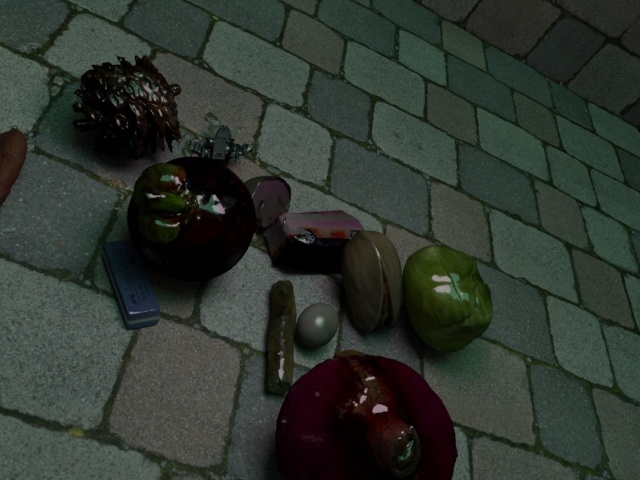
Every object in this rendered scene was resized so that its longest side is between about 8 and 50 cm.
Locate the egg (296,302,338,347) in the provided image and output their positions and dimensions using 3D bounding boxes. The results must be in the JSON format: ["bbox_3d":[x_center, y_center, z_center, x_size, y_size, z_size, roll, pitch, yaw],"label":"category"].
[{"bbox_3d":[-0.007,0.217,1.722,0.103,0.103,0.135,39,41,0],"label":"egg"}]

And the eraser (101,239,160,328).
[{"bbox_3d":[-0.446,0.101,1.573,0.082,0.036,0.225,-5,56,-39],"label":"eraser"}]

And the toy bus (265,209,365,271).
[{"bbox_3d":[0.000,0.000,1.900,0.303,0.127,0.147,-2,52,-36],"label":"toy bus"}]

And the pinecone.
[{"bbox_3d":[-0.507,-0.341,1.769,0.296,0.242,0.298,-13,63,-31],"label":"pinecone"}]

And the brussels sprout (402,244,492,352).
[{"bbox_3d":[0.360,0.164,1.894,0.328,0.247,0.327,35,47,-50],"label":"brussels sprout"}]

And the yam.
[{"bbox_3d":[-0.097,0.233,1.674,0.071,0.067,0.317,43,32,-38],"label":"yam"}]

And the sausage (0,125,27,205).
[{"bbox_3d":[-0.756,-0.115,1.517,0.088,0.088,0.433,22,45,-18],"label":"sausage"}]

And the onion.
[{"bbox_3d":[0.114,0.406,1.378,0.399,0.420,0.398,6,65,-12],"label":"onion"}]

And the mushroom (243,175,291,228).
[{"bbox_3d":[-0.170,-0.119,1.902,0.117,0.141,0.188,21,21,33],"label":"mushroom"}]

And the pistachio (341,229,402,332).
[{"bbox_3d":[0.148,0.109,1.819,0.166,0.197,0.287,-16,99,-16],"label":"pistachio"}]

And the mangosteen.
[{"bbox_3d":[-0.308,-0.066,1.584,0.306,0.359,0.306,0,64,0],"label":"mangosteen"}]

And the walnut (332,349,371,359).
[{"bbox_3d":[0.127,0.364,1.669,0.245,0.137,0.137,37,42,-2],"label":"walnut"}]

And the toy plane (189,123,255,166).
[{"bbox_3d":[-0.292,-0.237,1.939,0.192,0.088,0.262,2,51,1],"label":"toy plane"}]
